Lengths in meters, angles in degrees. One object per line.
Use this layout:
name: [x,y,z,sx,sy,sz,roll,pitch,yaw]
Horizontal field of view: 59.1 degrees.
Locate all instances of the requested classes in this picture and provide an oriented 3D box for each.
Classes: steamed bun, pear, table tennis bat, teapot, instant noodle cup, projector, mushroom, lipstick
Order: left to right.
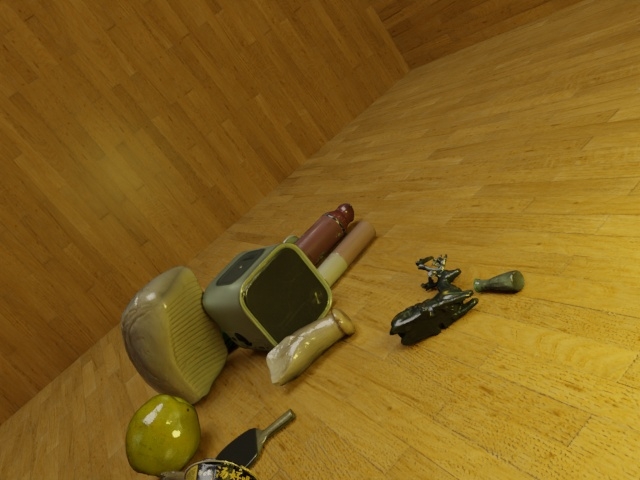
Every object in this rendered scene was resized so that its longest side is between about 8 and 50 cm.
pear: [-0.387,0.484,1.402,0.198,0.198,0.198,-33,18,13]
steamed bun: [-0.450,0.280,1.658,0.236,0.384,0.247,-5,28,23]
instant noodle cup: [-0.197,0.505,1.059,0.151,0.151,0.122,-29,29,25]
table tennis bat: [-0.159,0.463,1.273,0.246,0.022,0.138,-38,18,2]
projector: [-0.155,0.166,1.623,0.248,0.249,0.249,-48,21,-30]
mushroom: [-0.030,0.261,1.413,0.246,0.096,0.108,-36,-8,-4]
lipstick: [0.077,0.044,1.778,0.254,0.070,0.070,-47,20,-28]
teapot: [0.366,0.089,1.172,0.043,0.043,0.110,-48,16,-30]

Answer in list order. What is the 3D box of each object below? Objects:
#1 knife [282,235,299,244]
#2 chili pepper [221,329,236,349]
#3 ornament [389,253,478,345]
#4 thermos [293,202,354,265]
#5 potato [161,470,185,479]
knife: [-0.200,0.146,1.967,0.038,0.132,0.399,27,68,39]
chili pepper: [-0.320,0.321,1.843,0.256,0.074,0.100,-33,19,17]
ornament: [0.236,0.123,1.276,0.202,0.080,0.236,-30,21,13]
thermos: [0.005,0.001,1.995,0.109,0.136,0.330,26,61,39]
potato: [-0.293,0.581,1.173,0.120,0.100,0.261,0,0,-6]
